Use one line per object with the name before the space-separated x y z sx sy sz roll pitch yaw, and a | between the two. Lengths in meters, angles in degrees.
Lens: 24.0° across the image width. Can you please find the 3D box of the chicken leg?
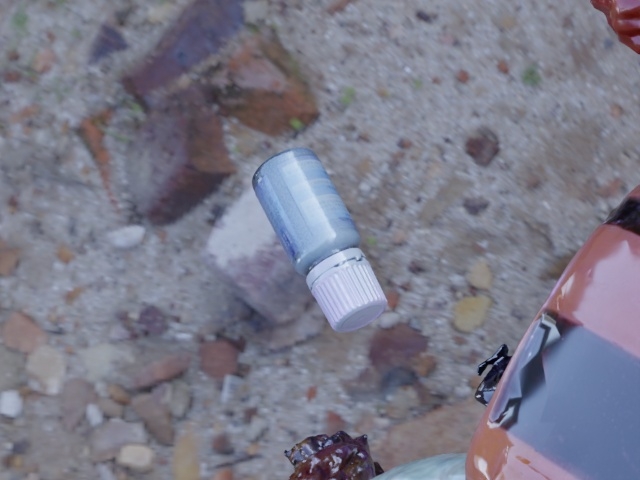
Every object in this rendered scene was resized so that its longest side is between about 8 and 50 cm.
chicken leg | 0.002 0.322 1.438 0.096 0.407 0.158 -36 101 30

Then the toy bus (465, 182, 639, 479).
toy bus | 0.240 0.170 0.751 0.233 0.427 0.203 -47 43 -11

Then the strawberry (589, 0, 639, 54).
strawberry | 0.182 -0.132 0.657 0.106 0.188 0.286 -59 28 30

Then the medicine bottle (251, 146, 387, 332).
medicine bottle | 0.000 0.000 1.625 0.083 0.083 0.203 -33 65 14

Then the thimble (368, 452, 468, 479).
thimble | 0.133 0.309 1.180 0.291 0.195 0.291 -7 79 38
